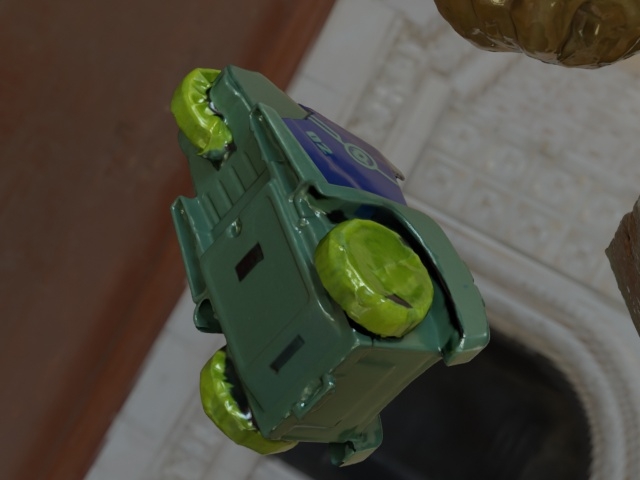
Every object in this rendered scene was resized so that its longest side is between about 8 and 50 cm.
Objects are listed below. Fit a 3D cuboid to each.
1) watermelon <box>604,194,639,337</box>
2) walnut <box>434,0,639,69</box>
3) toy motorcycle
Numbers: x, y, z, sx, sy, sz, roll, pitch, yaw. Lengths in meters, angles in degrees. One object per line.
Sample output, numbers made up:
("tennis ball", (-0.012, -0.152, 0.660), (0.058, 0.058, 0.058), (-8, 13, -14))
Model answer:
("watermelon", (0.377, 0.022, 1.568), (0.228, 0.387, 0.258), (-23, 119, -3))
("walnut", (0.185, -0.256, 1.351), (0.257, 0.224, 0.257), (13, 90, -83))
("toy motorcycle", (0.000, 0.000, 1.444), (0.200, 0.326, 0.191), (10, 137, -38))
